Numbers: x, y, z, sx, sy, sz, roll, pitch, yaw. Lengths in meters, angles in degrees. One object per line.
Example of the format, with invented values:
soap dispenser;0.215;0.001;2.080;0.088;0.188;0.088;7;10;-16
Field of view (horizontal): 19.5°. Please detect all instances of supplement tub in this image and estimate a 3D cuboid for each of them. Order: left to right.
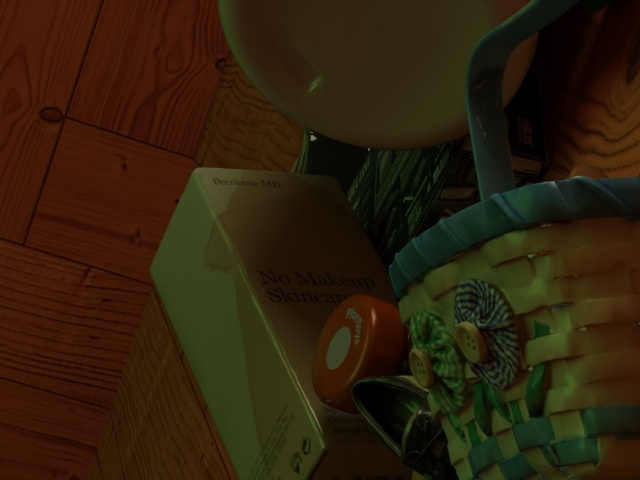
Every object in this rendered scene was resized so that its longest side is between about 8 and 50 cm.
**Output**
supplement tub;0.074;-0.255;1.457;0.331;0.241;0.241;-70;6;-46

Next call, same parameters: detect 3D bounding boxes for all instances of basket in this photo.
basket;0.147;-0.007;0.975;0.255;0.201;0.289;134;137;-67

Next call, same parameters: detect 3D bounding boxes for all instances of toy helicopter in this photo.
toy helicopter;0.136;0.093;1.195;0.235;0.140;0.355;-59;27;19

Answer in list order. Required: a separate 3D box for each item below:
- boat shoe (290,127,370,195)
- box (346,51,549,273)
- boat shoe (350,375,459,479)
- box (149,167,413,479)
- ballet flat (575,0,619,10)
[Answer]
boat shoe;0.000;0.000;1.920;0.120;0.122;0.324;121;171;-65
box;0.091;-0.036;1.612;0.242;0.076;0.307;-87;19;-52
boat shoe;0.070;0.122;1.131;0.152;0.049;0.056;25;102;55
box;-0.012;0.088;1.482;0.311;0.148;0.121;61;137;40
ballet flat;0.221;-0.221;1.326;0.188;0.070;0.070;153;134;-71
